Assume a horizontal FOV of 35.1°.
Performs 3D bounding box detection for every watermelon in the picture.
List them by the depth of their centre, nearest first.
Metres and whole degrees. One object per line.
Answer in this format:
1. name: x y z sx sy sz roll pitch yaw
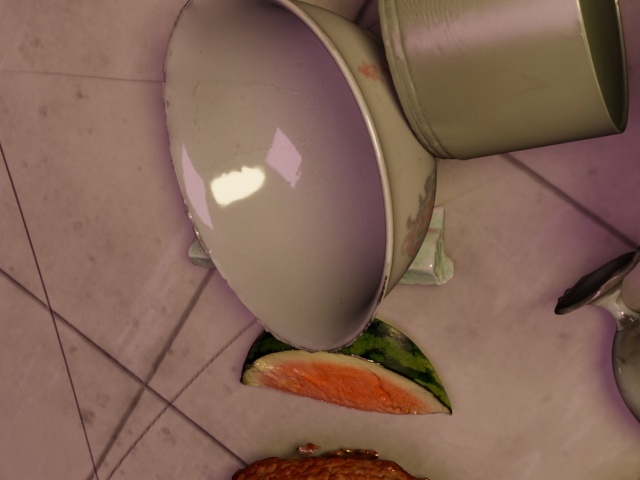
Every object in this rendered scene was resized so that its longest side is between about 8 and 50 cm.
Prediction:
1. watermelon: 0.022 0.137 1.094 0.245 0.063 0.119 4 127 16

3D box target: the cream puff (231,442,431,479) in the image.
1. cream puff: 0.009 0.396 1.088 0.351 0.229 0.350 8 109 23

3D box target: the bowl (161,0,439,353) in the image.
1. bowl: 0.007 -0.082 0.938 0.345 0.157 0.345 34 135 42

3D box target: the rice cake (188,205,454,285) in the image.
1. rice cake: -0.002 0.003 1.063 0.290 0.051 0.081 2 74 22

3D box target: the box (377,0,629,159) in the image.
1. box: 0.155 -0.186 0.827 0.149 0.226 0.226 -8 104 25

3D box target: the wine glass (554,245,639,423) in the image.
1. wine glass: 0.321 0.119 0.933 0.103 0.103 0.222 -38 91 28
